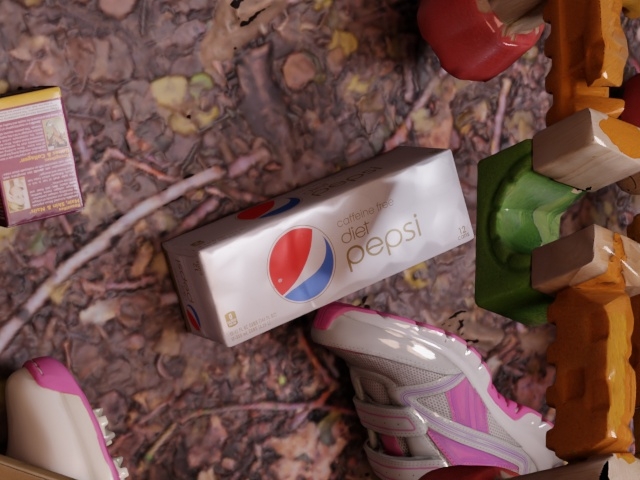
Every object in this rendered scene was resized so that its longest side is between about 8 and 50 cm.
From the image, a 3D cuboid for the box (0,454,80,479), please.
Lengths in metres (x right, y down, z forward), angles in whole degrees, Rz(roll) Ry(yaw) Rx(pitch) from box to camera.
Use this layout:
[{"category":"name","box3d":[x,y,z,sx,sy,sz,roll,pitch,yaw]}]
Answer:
[{"category":"box","box3d":[-0.216,0.213,0.899,0.201,0.021,0.164,16,93,10]}]

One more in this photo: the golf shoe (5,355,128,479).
[{"category":"golf shoe","box3d":[-0.186,0.231,0.946,0.140,0.115,0.306,-11,100,-25]}]

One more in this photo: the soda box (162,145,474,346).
[{"category":"soda box","box3d":[0.000,0.000,1.046,0.216,0.069,0.074,-23,106,-26]}]

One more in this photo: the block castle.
[{"category":"block castle","box3d":[0.208,0.031,1.012,0.303,0.213,0.453,18,63,-32]}]

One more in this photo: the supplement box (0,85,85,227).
[{"category":"supplement box","box3d":[-0.192,-0.055,0.945,0.055,0.043,0.083,-15,102,-28]}]

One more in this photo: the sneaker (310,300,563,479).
[{"category":"sneaker","box3d":[0.080,0.137,1.088,0.252,0.103,0.111,40,74,-26]}]
